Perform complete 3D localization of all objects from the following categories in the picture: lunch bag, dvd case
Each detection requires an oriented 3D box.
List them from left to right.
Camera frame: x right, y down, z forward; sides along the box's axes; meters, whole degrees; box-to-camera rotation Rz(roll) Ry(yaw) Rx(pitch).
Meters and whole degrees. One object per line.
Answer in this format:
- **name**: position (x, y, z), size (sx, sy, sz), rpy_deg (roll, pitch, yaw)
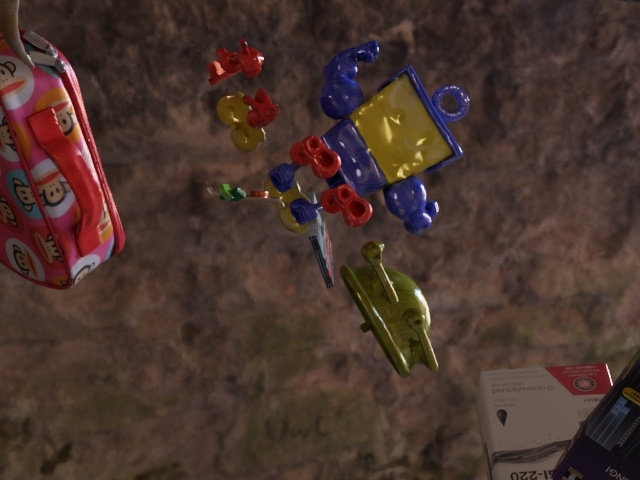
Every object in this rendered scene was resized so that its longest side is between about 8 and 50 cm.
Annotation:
- **lunch bag**: position (-0.336, -0.091, 1.025), size (0.258, 0.293, 0.120), rpy_deg (19, 44, 35)
- **dvd case**: position (0.000, 0.000, 1.325), size (0.013, 0.087, 0.119), rpy_deg (-10, -42, 8)

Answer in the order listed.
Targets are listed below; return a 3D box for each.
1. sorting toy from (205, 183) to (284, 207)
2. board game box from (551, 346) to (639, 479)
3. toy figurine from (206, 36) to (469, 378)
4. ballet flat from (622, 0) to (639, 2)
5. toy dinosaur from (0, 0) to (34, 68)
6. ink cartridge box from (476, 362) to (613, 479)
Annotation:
- **sorting toy**: position (-0.058, -0.036, 0.716), size (0.062, 0.012, 0.083), rpy_deg (9, 3, -4)
- **board game box**: position (0.236, 0.123, 0.500), size (0.048, 0.170, 0.141), rpy_deg (-34, -28, -56)
- **toy figurine**: position (0.078, -0.073, 0.891), size (0.217, 0.362, 0.191), rpy_deg (-32, 0, -17)
- **ballet flat**: position (0.199, -0.287, 0.806), size (0.250, 0.084, 0.058), rpy_deg (28, -7, -10)
- **toy dinosaur**: position (-0.132, -0.157, 0.381), size (0.093, 0.053, 0.183), rpy_deg (20, -64, -16)
- **ink cartridge box**: position (0.270, 0.256, 1.056), size (0.159, 0.218, 0.092), rpy_deg (-5, -43, 3)
